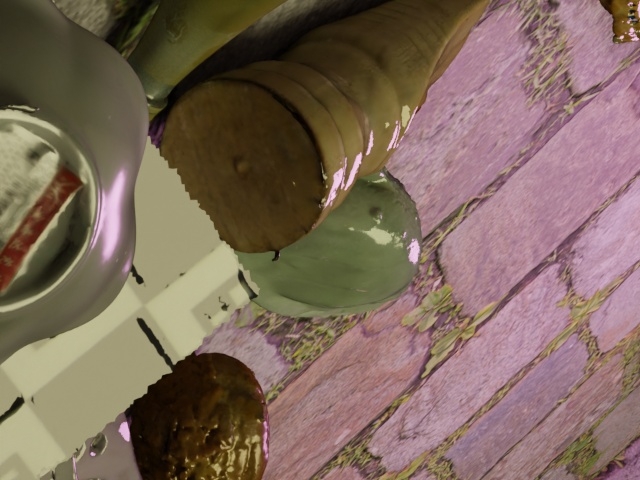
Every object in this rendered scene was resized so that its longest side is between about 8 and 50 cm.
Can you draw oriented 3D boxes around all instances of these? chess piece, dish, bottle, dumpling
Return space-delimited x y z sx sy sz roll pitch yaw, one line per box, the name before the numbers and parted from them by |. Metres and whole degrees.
chess piece | 0.024 -0.105 1.251 0.301 0.137 0.137 -37 161 -48
dish | -0.172 -0.022 0.878 0.229 0.081 0.229 -10 110 -29
bottle | -0.040 -0.172 1.029 0.269 0.083 0.083 -46 160 19
dumpling | 0.006 -0.011 1.416 0.219 0.153 0.108 78 15 -49

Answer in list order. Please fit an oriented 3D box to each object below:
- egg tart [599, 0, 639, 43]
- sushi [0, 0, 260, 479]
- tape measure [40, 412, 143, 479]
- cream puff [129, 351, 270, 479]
egg tart | 0.305 -0.290 1.411 0.291 0.107 0.291 -35 152 -21
sushi | -0.263 0.032 0.950 0.373 0.100 0.296 -42 122 -13
tape measure | -0.226 0.192 1.329 0.197 0.120 0.236 -35 153 -18
cream puff | -0.107 0.165 1.486 0.103 0.126 0.144 -10 134 -31
